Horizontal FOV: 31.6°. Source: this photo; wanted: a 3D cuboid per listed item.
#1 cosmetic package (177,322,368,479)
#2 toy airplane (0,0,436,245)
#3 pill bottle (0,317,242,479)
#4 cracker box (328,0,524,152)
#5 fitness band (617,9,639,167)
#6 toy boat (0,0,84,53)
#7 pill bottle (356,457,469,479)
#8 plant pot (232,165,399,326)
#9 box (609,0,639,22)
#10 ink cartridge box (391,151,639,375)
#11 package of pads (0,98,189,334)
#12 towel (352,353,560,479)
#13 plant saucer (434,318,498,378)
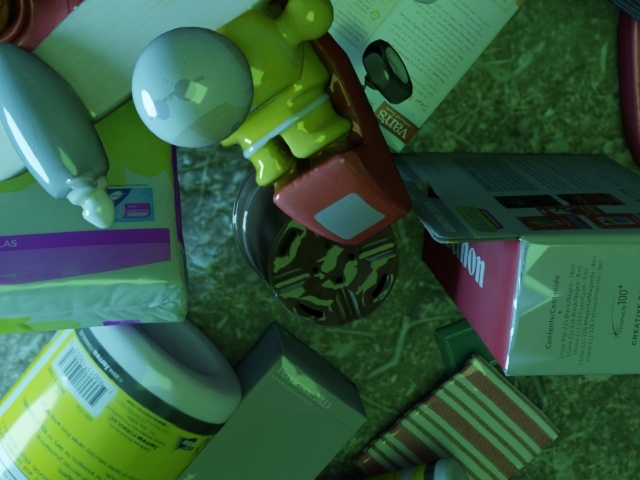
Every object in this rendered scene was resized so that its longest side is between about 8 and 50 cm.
[{"bbox_3d":[-0.073,0.222,1.212,0.127,0.107,0.238,37,102,-16],"label":"cosmetic package"},{"bbox_3d":[-0.090,-0.177,0.869,0.384,0.272,0.386,11,122,1],"label":"toy airplane"},{"bbox_3d":[-0.249,0.220,1.138,0.188,0.188,0.334,38,98,-18],"label":"pill bottle"},{"bbox_3d":[0.086,-0.226,1.116,0.155,0.067,0.232,38,97,-17],"label":"cracker box"},{"bbox_3d":[0.421,-0.180,1.191,0.209,0.054,0.291,-11,107,-5],"label":"fitness band"},{"bbox_3d":[-0.303,-0.208,1.013,0.231,0.151,0.151,-1,108,-9],"label":"toy boat"},{"bbox_3d":[0.063,0.318,1.233,0.208,0.119,0.119,-18,110,17],"label":"pill bottle"},{"bbox_3d":[0.000,0.000,1.121,0.167,0.165,0.167,-2,108,-8],"label":"plant pot"},{"bbox_3d":[0.383,-0.348,1.047,0.395,0.097,0.318,27,96,-20],"label":"box"},{"bbox_3d":[0.200,0.010,1.080,0.271,0.309,0.130,1,107,-8],"label":"ink cartridge box"},{"bbox_3d":[-0.277,-0.033,1.041,0.296,0.229,0.101,-4,151,-8],"label":"package of pads"},{"bbox_3d":[0.153,0.232,1.281,0.197,0.029,0.144,-43,106,12],"label":"towel"},{"bbox_3d":[0.227,0.099,1.266,0.192,0.018,0.067,-20,109,-1],"label":"plant saucer"}]
